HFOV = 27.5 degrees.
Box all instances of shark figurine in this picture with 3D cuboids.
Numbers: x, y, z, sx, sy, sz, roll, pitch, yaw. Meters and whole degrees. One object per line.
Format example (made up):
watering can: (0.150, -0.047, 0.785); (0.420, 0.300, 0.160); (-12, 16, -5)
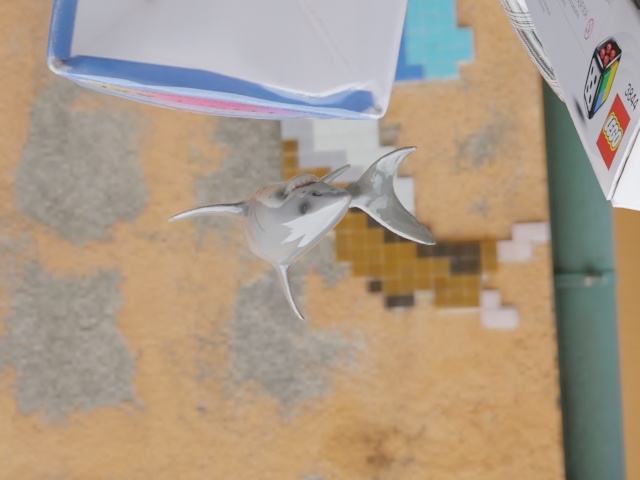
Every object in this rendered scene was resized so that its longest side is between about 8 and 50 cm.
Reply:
shark figurine: (-0.008, 0.002, 1.059); (0.166, 0.116, 0.278); (-15, -179, 19)

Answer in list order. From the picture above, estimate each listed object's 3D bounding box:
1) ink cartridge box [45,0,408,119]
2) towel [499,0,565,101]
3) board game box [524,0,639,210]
ink cartridge box: (-0.048, -0.202, 0.706); (0.151, 0.270, 0.395); (10, -176, -8)
towel: (0.326, -0.207, 1.090); (0.324, 0.056, 0.312); (-17, 161, 17)
board game box: (0.232, -0.054, 0.469); (0.305, 0.053, 0.193); (10, -148, -8)
